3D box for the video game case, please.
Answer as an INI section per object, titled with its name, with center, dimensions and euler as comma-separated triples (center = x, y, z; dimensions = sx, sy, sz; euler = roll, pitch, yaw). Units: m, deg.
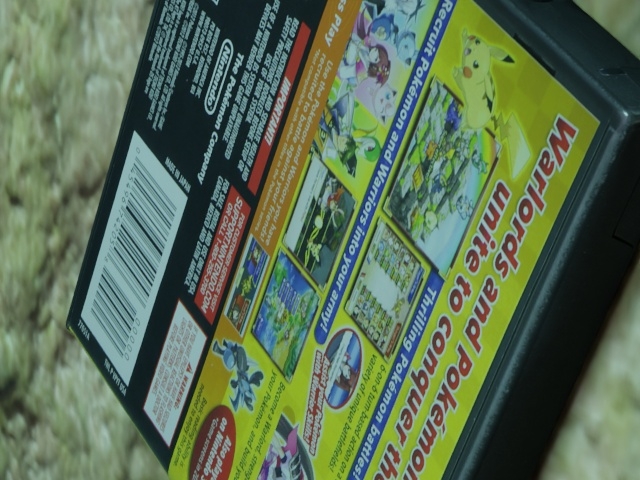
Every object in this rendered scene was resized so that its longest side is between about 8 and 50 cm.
[video game case]
center = 0.000, 0.000, 0.703
dimensions = 0.248, 0.035, 0.274
euler = 51, 133, 40
